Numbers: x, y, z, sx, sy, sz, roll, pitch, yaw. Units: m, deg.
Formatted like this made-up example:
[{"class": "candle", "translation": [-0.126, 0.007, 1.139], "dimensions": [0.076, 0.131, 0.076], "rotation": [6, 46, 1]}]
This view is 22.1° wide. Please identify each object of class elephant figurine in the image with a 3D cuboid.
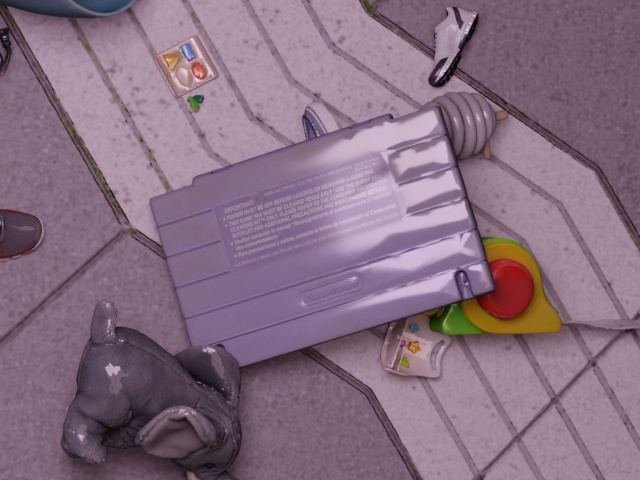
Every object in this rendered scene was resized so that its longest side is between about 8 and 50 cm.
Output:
[{"class": "elephant figurine", "translation": [-0.155, 0.192, 1.822], "dimensions": [0.239, 0.186, 0.169], "rotation": [16, 74, -3]}]

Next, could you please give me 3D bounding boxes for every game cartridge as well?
[{"class": "game cartridge", "translation": [0.000, 0.000, 1.872], "dimensions": [0.355, 0.068, 0.230], "rotation": [-17, 82, 10]}]

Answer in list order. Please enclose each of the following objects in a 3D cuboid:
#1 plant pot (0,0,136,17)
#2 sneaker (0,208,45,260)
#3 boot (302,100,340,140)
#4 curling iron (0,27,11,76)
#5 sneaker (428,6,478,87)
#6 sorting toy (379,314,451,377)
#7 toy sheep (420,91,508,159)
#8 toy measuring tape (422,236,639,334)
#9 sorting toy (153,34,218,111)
[{"class": "plant pot", "translation": [-0.339, -0.383, 1.830], "dimensions": [0.195, 0.290, 0.290], "rotation": [-4, 82, 26]}, {"class": "sneaker", "translation": [-0.391, -0.010, 1.852], "dimensions": [0.157, 0.065, 0.061], "rotation": [-1, 83, -10]}, {"class": "boot", "translation": [-0.002, -0.064, 1.927], "dimensions": [0.086, 0.069, 0.190], "rotation": [-22, 88, -13]}, {"class": "curling iron", "translation": [-0.461, -0.289, 1.893], "dimensions": [0.274, 0.035, 0.068], "rotation": [43, 70, -2]}, {"class": "sneaker", "translation": [0.153, -0.236, 1.999], "dimensions": [0.043, 0.040, 0.109], "rotation": [24, 75, 10]}, {"class": "sorting toy", "translation": [0.115, 0.127, 1.939], "dimensions": [0.075, 0.045, 0.083], "rotation": [22, 79, -14]}, {"class": "toy sheep", "translation": [0.166, -0.136, 1.962], "dimensions": [0.132, 0.091, 0.091], "rotation": [-15, 85, -26]}, {"class": "toy measuring tape", "translation": [0.260, 0.051, 1.942], "dimensions": [0.330, 0.121, 0.121], "rotation": [0, 83, -18]}, {"class": "sorting toy", "translation": [-0.153, -0.196, 1.947], "dimensions": [0.062, 0.012, 0.083], "rotation": [-29, 88, -13]}]
